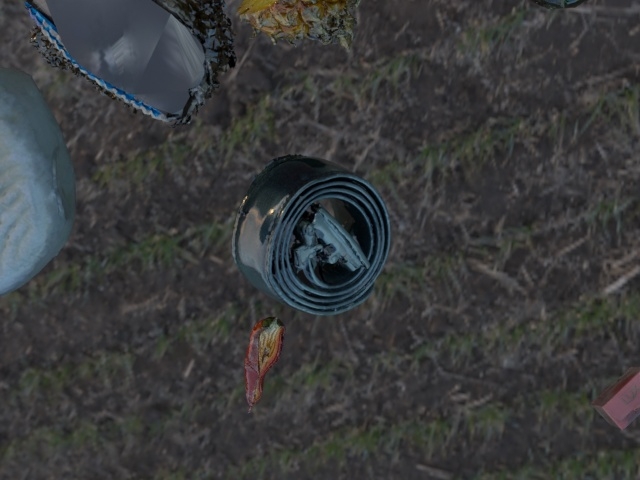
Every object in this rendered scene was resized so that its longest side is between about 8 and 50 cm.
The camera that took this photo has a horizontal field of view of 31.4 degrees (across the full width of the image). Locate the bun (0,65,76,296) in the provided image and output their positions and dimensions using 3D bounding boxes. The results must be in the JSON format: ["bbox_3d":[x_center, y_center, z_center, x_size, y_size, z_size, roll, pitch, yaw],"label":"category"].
[{"bbox_3d":[-0.453,-0.081,1.380,0.355,0.194,0.354,4,115,7],"label":"bun"}]

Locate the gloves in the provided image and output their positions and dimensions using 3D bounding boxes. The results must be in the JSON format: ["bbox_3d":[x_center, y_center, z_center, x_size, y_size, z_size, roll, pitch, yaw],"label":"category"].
[{"bbox_3d":[-0.181,-0.202,1.081,0.211,0.312,0.135,14,108,0],"label":"gloves"}]

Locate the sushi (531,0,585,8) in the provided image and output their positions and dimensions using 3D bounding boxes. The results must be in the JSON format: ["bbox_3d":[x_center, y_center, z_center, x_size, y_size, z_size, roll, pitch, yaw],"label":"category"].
[{"bbox_3d":[0.308,-0.431,1.605,0.124,0.127,0.225,-39,111,1],"label":"sushi"}]

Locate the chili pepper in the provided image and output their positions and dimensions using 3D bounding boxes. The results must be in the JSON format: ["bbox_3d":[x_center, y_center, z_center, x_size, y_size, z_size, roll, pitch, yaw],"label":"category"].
[{"bbox_3d":[-0.074,0.151,1.416,0.045,0.027,0.178,-14,137,-28],"label":"chili pepper"}]

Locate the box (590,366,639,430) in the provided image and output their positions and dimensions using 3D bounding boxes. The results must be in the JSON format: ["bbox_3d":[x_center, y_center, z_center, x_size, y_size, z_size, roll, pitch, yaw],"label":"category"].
[{"bbox_3d":[0.554,0.282,2.053,0.111,0.156,0.060,-42,83,-2],"label":"box"}]

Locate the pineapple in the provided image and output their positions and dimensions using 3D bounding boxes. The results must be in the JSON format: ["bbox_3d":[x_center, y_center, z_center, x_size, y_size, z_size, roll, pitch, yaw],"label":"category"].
[{"bbox_3d":[-0.022,-0.360,1.866,0.250,0.139,0.164,-9,120,28],"label":"pineapple"}]

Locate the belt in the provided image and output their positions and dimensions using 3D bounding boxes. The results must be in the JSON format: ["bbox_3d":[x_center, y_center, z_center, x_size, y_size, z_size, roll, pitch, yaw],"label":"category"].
[{"bbox_3d":[0.000,0.000,1.578,0.116,0.206,0.267,28,177,42],"label":"belt"}]
